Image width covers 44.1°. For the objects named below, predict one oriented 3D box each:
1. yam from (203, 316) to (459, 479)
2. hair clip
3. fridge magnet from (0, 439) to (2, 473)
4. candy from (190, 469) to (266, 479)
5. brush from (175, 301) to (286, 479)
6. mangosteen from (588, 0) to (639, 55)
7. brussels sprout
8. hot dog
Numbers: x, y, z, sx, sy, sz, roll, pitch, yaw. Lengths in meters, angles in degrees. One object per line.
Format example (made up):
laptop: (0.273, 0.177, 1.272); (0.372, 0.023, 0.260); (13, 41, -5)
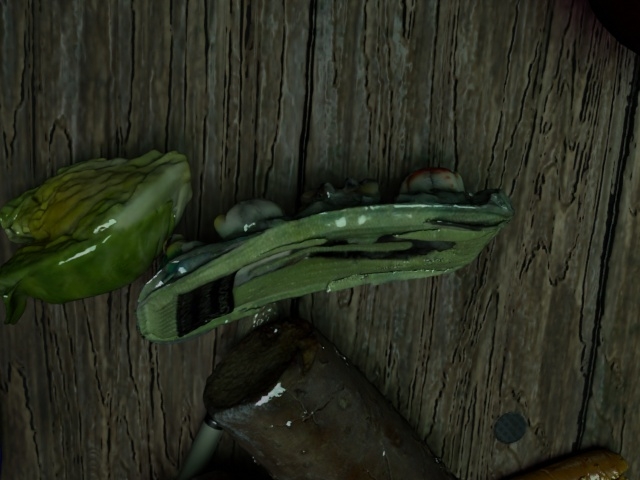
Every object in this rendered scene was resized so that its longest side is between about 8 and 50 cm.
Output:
yam: (0.025, 0.189, 0.708); (0.131, 0.131, 0.279); (-38, 116, 2)
hair clip: (-0.001, -0.001, 0.667); (0.322, 0.138, 0.091); (-11, 67, -17)
fridge magnet: (-0.407, 0.186, 0.658); (0.266, 0.112, 0.265); (-3, 104, -12)
candy: (-0.066, 0.350, 0.699); (0.214, 0.157, 0.289); (-21, 94, -19)
brush: (-0.102, 0.185, 0.747); (0.042, 0.039, 0.299); (21, 102, -15)
mangosteen: (0.332, -0.264, 0.565); (0.297, 0.293, 0.297); (5, 82, -44)
brussels sprout: (-0.181, -0.005, 0.633); (0.181, 0.139, 0.100); (-21, 114, -7)
hot dog: (0.242, 0.268, 0.819); (0.165, 0.045, 0.071); (-18, 109, -5)
